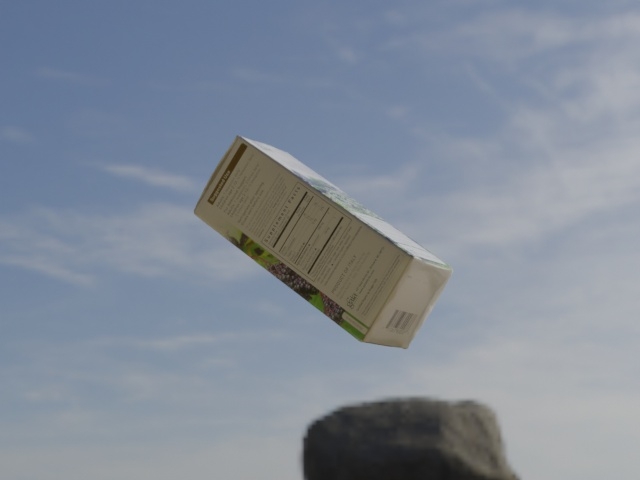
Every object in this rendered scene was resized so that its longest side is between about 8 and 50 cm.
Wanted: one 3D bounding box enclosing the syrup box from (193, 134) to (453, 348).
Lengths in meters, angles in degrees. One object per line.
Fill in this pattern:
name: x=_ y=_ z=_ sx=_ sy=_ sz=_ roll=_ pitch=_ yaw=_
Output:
syrup box: x=0.000 y=0.000 z=1.348 sx=0.237 sy=0.096 sz=0.093 roll=35 pitch=9 yaw=29
